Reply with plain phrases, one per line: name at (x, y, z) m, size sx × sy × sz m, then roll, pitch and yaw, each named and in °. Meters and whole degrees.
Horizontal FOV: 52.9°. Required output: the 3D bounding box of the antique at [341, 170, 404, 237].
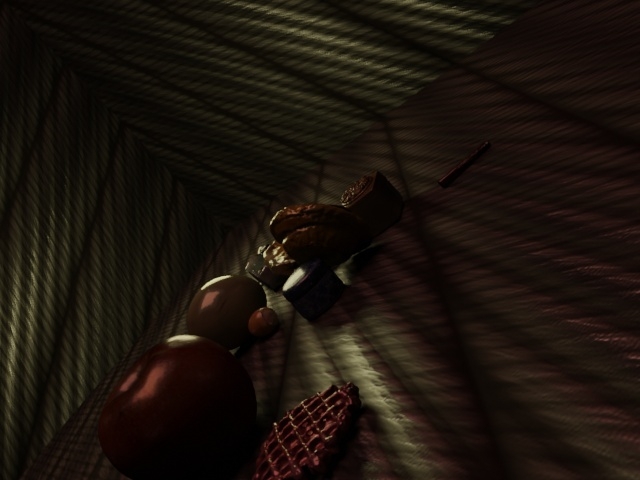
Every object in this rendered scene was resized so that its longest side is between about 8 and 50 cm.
antique at (0.146, -0.106, 1.906) m, size 0.147 × 0.148 × 0.152 m, roll -38°, pitch 16°, yaw 27°

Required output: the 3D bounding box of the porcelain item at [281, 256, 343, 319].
porcelain item at (-0.024, 0.126, 1.731) m, size 0.147 × 0.114 × 0.147 m, roll -39°, pitch 13°, yaw 11°

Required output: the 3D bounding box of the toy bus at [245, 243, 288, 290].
toy bus at (-0.187, 0.097, 2.340) m, size 0.138 × 0.112 × 0.317 m, roll -49°, pitch 12°, yaw -8°

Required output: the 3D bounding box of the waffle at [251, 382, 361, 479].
waffle at (-0.031, 0.351, 1.147) m, size 0.234 × 0.055 × 0.221 m, roll -33°, pitch 16°, yaw 40°

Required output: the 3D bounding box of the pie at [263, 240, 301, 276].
pie at (-0.026, 0.015, 2.098) m, size 0.339 × 0.077 × 0.339 m, roll -23°, pitch 22°, yaw 10°

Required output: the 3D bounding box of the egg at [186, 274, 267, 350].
egg at (-0.288, 0.221, 1.978) m, size 0.269 × 0.219 × 0.219 m, roll -48°, pitch 14°, yaw -31°

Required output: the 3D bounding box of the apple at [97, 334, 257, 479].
apple at (-0.304, 0.372, 1.405) m, size 0.348 × 0.277 × 0.348 m, roll -42°, pitch 15°, yaw 14°

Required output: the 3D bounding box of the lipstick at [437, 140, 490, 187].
lipstick at (0.396, -0.211, 1.767) m, size 0.176 × 0.027 × 0.027 m, roll -42°, pitch 13°, yaw 0°

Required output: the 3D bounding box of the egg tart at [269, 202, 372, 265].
egg tart at (0.000, 0.000, 1.791) m, size 0.290 × 0.290 × 0.115 m, roll -26°, pitch 49°, yaw 51°

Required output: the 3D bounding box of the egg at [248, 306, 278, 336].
egg at (-0.169, 0.240, 1.875) m, size 0.096 × 0.080 × 0.080 m, roll -43°, pitch 10°, yaw 40°
